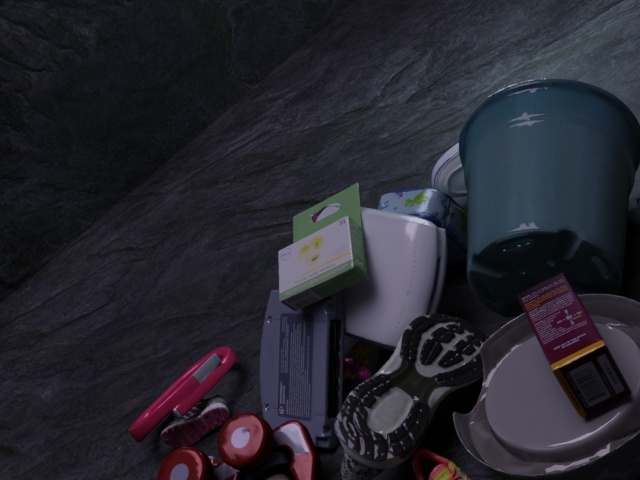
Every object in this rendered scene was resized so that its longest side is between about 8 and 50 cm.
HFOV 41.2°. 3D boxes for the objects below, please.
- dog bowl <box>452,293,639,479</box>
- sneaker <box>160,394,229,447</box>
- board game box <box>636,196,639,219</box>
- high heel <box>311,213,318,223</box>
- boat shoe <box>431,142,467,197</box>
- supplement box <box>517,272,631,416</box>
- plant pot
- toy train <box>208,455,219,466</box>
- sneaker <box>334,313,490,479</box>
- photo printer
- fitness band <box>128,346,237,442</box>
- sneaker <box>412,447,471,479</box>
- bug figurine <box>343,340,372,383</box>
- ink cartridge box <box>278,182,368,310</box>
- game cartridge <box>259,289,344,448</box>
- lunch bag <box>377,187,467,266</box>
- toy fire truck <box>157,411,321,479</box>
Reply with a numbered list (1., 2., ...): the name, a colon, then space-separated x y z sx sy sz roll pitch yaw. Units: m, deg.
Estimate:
1. dog bowl: 0.378 0.239 1.290 0.349 0.102 0.349 -27 28 16
2. sneaker: -0.269 0.389 1.848 0.170 0.063 0.075 -31 20 13
3. board game box: 0.627 -0.020 1.429 0.165 0.042 0.243 -33 28 35
4. high heel: 0.083 0.012 1.993 0.181 0.127 0.377 -11 25 -15
5. boat shoe: 0.426 -0.164 1.879 0.367 0.136 0.156 -19 33 11
6. supplement box: 0.362 0.146 1.229 0.081 0.104 0.188 -29 27 12
7. plant pot: 0.401 -0.053 1.520 0.341 0.341 0.334 -17 40 33
8. toy train: -0.258 0.494 1.675 0.125 0.046 0.166 -27 27 17
9. sneaker: 0.150 0.270 1.455 0.158 0.182 0.410 40 46 20
10. photo printer: 0.104 0.069 1.632 0.307 0.107 0.256 14 91 47
11. fitness band: -0.303 0.339 1.896 0.291 0.054 0.209 -43 4 -33
12. sneaker: 0.199 0.382 1.273 0.081 0.094 0.208 -40 28 -13
13. bug figurine: 0.071 0.203 1.739 0.279 0.072 0.216 -40 33 -20
14. ink cartridge box: 0.000 0.000 1.614 0.171 0.056 0.235 -26 48 27
15. game cartridge: -0.039 0.241 1.643 0.196 0.060 0.294 -2 84 43
16. lunch bag: 0.225 -0.021 1.755 0.176 0.219 0.090 -2 62 45
17. toy fire truck: -0.126 0.463 1.483 0.302 0.169 0.254 -31 53 6
